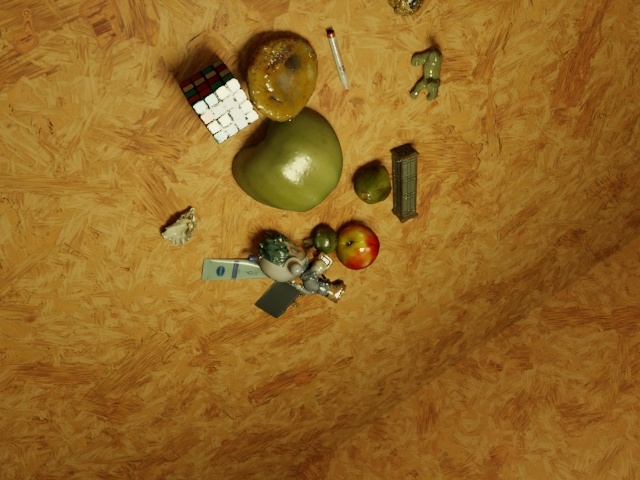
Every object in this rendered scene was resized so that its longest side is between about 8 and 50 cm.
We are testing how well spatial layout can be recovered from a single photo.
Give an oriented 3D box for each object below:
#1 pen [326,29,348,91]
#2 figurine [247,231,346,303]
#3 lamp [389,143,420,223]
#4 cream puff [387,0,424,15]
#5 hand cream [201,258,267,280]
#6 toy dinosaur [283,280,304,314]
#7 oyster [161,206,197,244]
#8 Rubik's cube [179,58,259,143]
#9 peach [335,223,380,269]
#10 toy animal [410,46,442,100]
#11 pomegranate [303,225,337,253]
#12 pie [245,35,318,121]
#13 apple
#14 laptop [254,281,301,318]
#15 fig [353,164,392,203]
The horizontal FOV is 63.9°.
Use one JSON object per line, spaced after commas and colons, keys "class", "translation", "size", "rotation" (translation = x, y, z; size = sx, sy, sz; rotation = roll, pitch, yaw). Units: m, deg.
{"class": "pen", "translation": [0.060, -0.570, 1.646], "size": [0.026, 0.026, 0.218], "rotation": [-28, 136, -4]}
{"class": "figurine", "translation": [-0.078, 0.100, 1.968], "size": [0.382, 0.261, 0.186], "rotation": [28, 85, -11]}
{"class": "lamp", "translation": [0.338, -0.223, 2.056], "size": [0.089, 0.090, 0.325], "rotation": [-21, 135, -12]}
{"class": "cream puff", "translation": [0.265, -0.744, 1.557], "size": [0.120, 0.104, 0.133], "rotation": [-35, 137, -7]}
{"class": "hand cream", "translation": [-0.305, 0.113, 2.034], "size": [0.321, 0.067, 0.109], "rotation": [2, 128, -21]}
{"class": "toy dinosaur", "translation": [-0.146, 0.252, 2.244], "size": [0.162, 0.039, 0.126], "rotation": [-42, 125, 13]}
{"class": "oyster", "translation": [-0.492, -0.042, 1.788], "size": [0.122, 0.045, 0.146], "rotation": [-14, 140, -22]}
{"class": "Rubik's cube", "translation": [-0.295, -0.406, 1.502], "size": [0.151, 0.155, 0.154], "rotation": [-33, 136, -2]}
{"class": "peach", "translation": [0.157, 0.029, 2.106], "size": [0.190, 0.190, 0.192], "rotation": [-48, 152, 15]}
{"class": "toy animal", "translation": [0.383, -0.572, 1.789], "size": [0.101, 0.103, 0.218], "rotation": [-36, 137, -31]}
{"class": "pomegranate", "translation": [0.000, 0.000, 2.061], "size": [0.142, 0.114, 0.114], "rotation": [-9, 139, 19]}
{"class": "pie", "translation": [-0.113, -0.492, 1.560], "size": [0.274, 0.069, 0.273], "rotation": [-19, 119, -39]}
{"class": "apple", "translation": [-0.088, -0.263, 1.789], "size": [0.320, 0.311, 0.360], "rotation": [-6, 153, 42]}
{"class": "laptop", "translation": [-0.179, 0.247, 2.206], "size": [0.129, 0.016, 0.180], "rotation": [36, 106, -21]}
{"class": "fig", "translation": [0.194, -0.204, 1.955], "size": [0.166, 0.154, 0.144], "rotation": [-39, 103, -43]}
